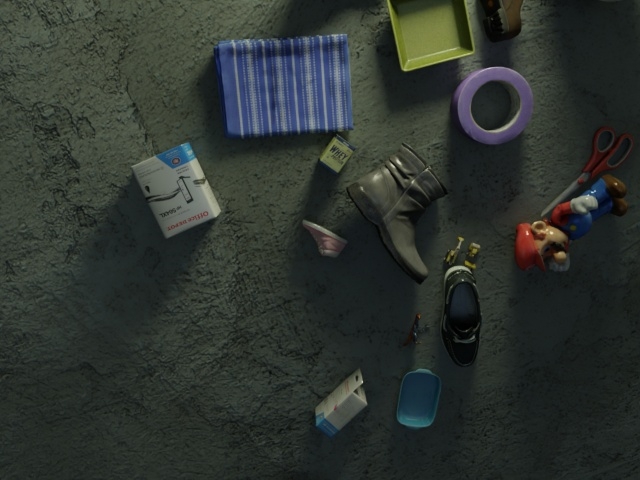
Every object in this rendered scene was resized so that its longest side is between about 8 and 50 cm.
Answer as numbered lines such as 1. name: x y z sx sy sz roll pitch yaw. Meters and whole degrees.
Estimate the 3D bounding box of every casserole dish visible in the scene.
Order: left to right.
1. casserole dish: 0.277 0.446 1.762 0.114 0.037 0.188 7 104 -3

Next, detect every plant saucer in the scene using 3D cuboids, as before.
1. plant saucer: 0.268 -0.529 1.522 0.188 0.045 0.188 -14 104 2

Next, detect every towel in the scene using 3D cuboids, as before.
1. towel: -0.090 -0.386 1.552 0.336 0.040 0.243 -4 104 0

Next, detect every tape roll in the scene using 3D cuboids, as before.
1. tape roll: 0.429 -0.338 1.554 0.189 0.080 0.189 0 104 -1

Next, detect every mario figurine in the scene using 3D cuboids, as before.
1. mario figurine: 0.653 -0.016 1.593 0.320 0.170 0.198 -36 104 5

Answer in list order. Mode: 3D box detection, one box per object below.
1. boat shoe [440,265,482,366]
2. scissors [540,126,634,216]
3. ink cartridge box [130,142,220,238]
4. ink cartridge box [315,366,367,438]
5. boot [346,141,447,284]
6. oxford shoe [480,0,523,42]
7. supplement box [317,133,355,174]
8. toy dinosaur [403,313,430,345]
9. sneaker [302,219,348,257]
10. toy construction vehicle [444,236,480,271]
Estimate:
1. boat shoe: 0.380 0.222 1.670 0.114 0.091 0.302 -10 110 6
2. scissors: 0.707 -0.164 1.632 0.109 0.021 0.297 30 100 -10
3. ink cartridge box: -0.367 -0.128 1.583 0.148 0.086 0.203 -23 102 4
4. ink cartridge box: 0.069 0.451 1.723 0.061 0.104 0.181 43 99 -11
5. boot: 0.244 -0.066 1.603 0.222 0.118 0.338 -35 106 2
6. oxford shoe: 0.440 -0.602 1.502 0.096 0.083 0.227 -16 103 -21
7. supplement box: 0.040 -0.219 1.571 0.056 0.083 0.083 35 99 -10
8. toy dinosaur: 0.262 0.247 1.713 0.090 0.047 0.082 -14 85 13
9. sneaker: 0.000 0.000 1.640 0.134 0.051 0.070 28 96 -12
10. toy construction vehicle: 0.386 0.048 1.668 0.086 0.035 0.098 24 102 -7
